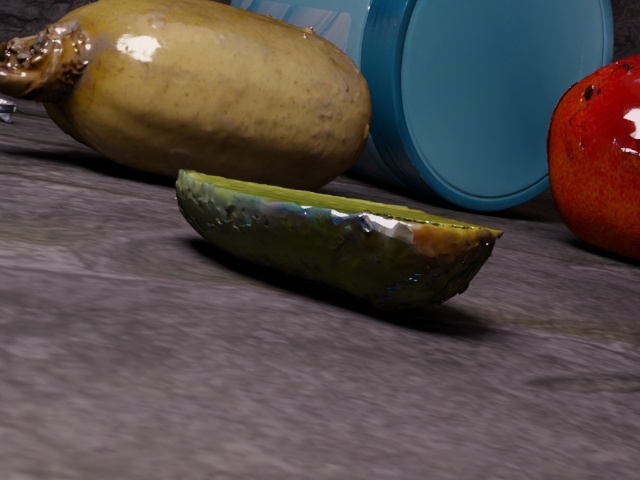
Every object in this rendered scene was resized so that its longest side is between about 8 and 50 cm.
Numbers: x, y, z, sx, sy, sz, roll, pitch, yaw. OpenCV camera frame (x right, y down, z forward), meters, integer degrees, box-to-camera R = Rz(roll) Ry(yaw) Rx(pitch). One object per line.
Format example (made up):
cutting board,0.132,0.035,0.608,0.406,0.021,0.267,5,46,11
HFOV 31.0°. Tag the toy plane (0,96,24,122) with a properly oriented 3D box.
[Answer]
toy plane,-0.320,-0.131,1.073,0.083,0.031,0.078,15,-7,-1

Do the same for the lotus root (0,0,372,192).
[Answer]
lotus root,-0.106,-0.123,0.927,0.343,0.151,0.169,10,8,-38

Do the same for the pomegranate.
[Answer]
pomegranate,0.323,-0.072,1.139,0.210,0.210,0.235,17,-31,24

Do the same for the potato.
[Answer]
potato,0.000,0.000,0.626,0.198,0.054,0.119,12,8,22

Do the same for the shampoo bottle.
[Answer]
shampoo bottle,0.106,-0.230,1.359,0.331,0.331,0.343,7,10,-38
